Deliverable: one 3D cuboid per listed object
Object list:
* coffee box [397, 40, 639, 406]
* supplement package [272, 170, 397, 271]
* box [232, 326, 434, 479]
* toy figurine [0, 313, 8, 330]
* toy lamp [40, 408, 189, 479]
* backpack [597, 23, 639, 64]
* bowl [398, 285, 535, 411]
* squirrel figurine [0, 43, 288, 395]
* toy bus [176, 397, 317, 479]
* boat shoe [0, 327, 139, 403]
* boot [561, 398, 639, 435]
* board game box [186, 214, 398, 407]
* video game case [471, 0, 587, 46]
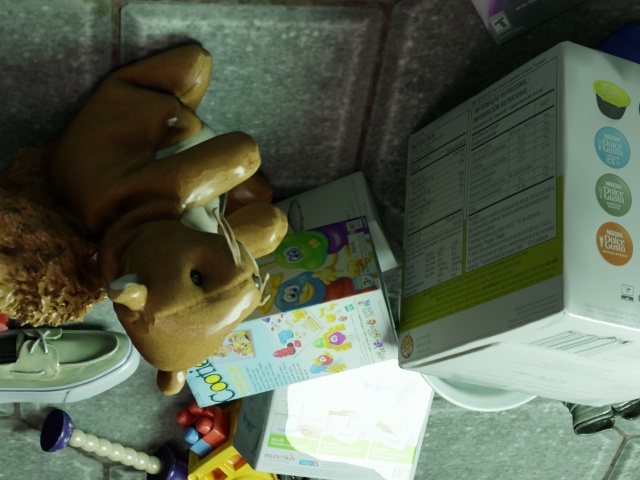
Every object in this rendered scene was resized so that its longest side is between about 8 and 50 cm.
[{"bbox_3d":[0.331,-0.002,1.593,0.337,0.334,0.338,13,158,-25],"label":"coffee box"},{"bbox_3d":[0.000,0.000,1.760,0.179,0.105,0.105,-21,136,9],"label":"supplement package"},{"bbox_3d":[0.027,0.236,1.922,0.262,0.127,0.231,10,95,-22],"label":"box"},{"bbox_3d":[-0.490,0.060,1.632,0.191,0.217,0.362,-25,136,14],"label":"toy figurine"},{"bbox_3d":[-0.320,0.350,2.073,0.274,0.080,0.080,25,126,-34],"label":"toy lamp"},{"bbox_3d":[0.432,-0.214,1.640,0.101,0.098,0.120,-35,132,17],"label":"backpack"},{"bbox_3d":[0.226,0.090,1.841,0.298,0.134,0.298,-2,96,-23],"label":"bowl"},{"bbox_3d":[-0.236,0.010,1.523,0.397,0.370,0.281,-13,137,1],"label":"squirrel figurine"},{"bbox_3d":[-0.119,0.318,2.057,0.220,0.149,0.211,-37,116,21],"label":"toy bus"},{"bbox_3d":[-0.417,0.176,1.851,0.302,0.109,0.094,-10,135,1],"label":"boat shoe"},{"bbox_3d":[0.396,0.247,2.066,0.246,0.161,0.083,-20,136,8],"label":"boot"},{"bbox_3d":[-0.051,0.092,1.665,0.275,0.142,0.144,-14,134,4],"label":"board game box"},{"bbox_3d":[0.241,-0.367,1.492,0.196,0.026,0.274,-26,136,15],"label":"video game case"}]
